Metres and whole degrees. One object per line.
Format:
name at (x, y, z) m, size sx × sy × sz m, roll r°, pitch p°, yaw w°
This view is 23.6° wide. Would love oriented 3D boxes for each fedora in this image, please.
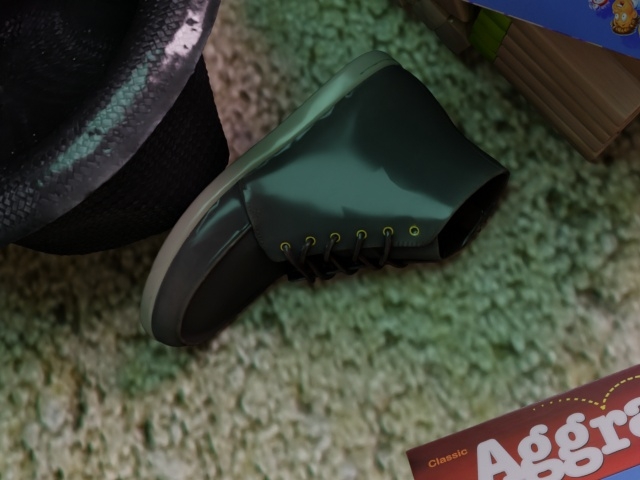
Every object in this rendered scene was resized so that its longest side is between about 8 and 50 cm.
fedora at (-0.165, -0.089, 0.940) m, size 0.334 × 0.152 × 0.334 m, roll -18°, pitch 51°, yaw 24°

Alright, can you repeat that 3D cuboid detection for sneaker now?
sneaker at (0.000, 0.000, 0.896) m, size 0.222 × 0.083 × 0.118 m, roll -46°, pitch 67°, yaw -1°

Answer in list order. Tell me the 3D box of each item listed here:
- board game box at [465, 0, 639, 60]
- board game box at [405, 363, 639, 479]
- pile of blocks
board game box at (0.172, -0.221, 0.823) m, size 0.233 × 0.078 × 0.347 m, roll 23°, pitch 40°, yaw 22°
board game box at (0.192, 0.114, 0.766) m, size 0.281 × 0.027 × 0.145 m, roll -21°, pitch 38°, yaw 3°
pile of blocks at (0.087, -0.198, 0.918) m, size 0.112 × 0.149 × 0.362 m, roll -44°, pitch 61°, yaw -8°
